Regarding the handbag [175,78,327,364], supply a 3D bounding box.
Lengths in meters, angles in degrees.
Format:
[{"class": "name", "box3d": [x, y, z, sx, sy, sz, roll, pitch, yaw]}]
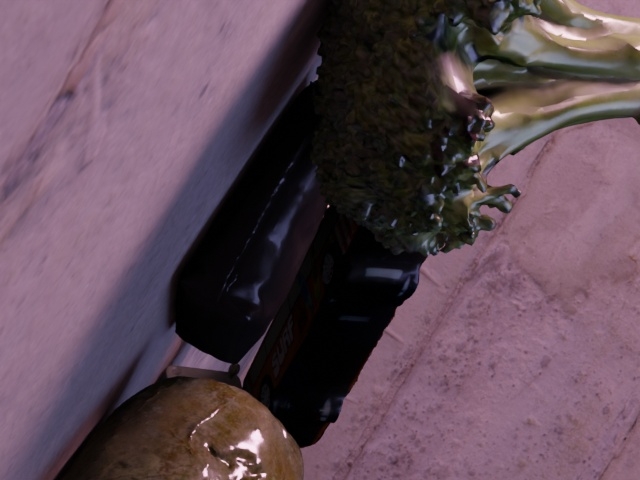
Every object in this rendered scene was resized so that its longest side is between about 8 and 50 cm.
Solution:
[{"class": "handbag", "box3d": [-0.040, -0.007, 1.259, 0.223, 0.080, 0.247, -58, 178, -16]}]

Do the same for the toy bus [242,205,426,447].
[{"class": "toy bus", "box3d": [0.017, 0.069, 1.408, 0.409, 0.093, 0.092, 117, -30, -44]}]

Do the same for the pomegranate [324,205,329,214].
[{"class": "pomegranate", "box3d": [0.003, -0.004, 1.504, 0.148, 0.148, 0.169, -56, 171, -41]}]

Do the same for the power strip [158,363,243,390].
[{"class": "power strip", "box3d": [-0.130, 0.210, 1.440, 0.061, 0.145, 0.215, -63, -149, 33]}]

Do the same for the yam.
[{"class": "yam", "box3d": [-0.143, 0.258, 1.184, 0.195, 0.195, 0.300, -60, 175, 38]}]

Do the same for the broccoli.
[{"class": "broccoli", "box3d": [0.104, -0.136, 1.046, 0.260, 0.235, 0.288, -29, 168, -26]}]
